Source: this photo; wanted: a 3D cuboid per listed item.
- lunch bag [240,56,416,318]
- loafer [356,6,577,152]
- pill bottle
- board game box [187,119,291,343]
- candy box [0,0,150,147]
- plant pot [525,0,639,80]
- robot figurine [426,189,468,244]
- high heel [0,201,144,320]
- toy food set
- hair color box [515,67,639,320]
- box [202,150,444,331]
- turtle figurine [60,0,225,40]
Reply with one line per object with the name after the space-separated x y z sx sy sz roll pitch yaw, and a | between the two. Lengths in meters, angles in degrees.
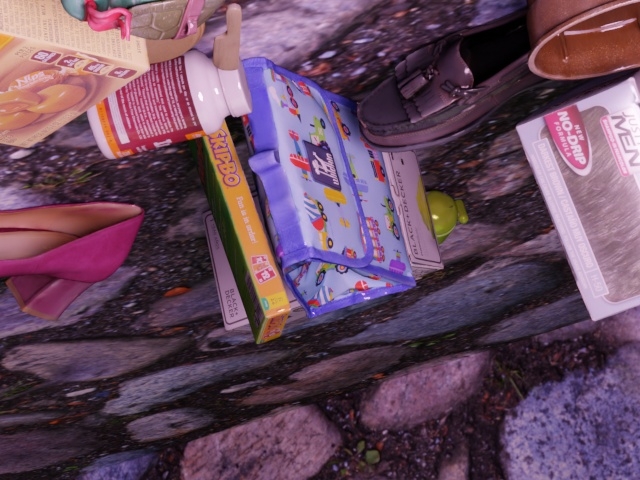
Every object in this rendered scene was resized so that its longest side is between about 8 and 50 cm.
-0.021 -0.057 1.694 0.138 0.221 0.293 -17 165 14 | lunch bag
0.170 -0.189 1.645 0.302 0.109 0.095 -22 146 8 | loafer
-0.148 -0.137 1.556 0.152 0.086 0.086 -14 165 5 | pill bottle
-0.091 -0.028 1.677 0.039 0.259 0.124 -19 167 -12 | board game box
-0.318 -0.165 1.275 0.316 0.087 0.183 7 155 -44 | candy box
0.235 -0.243 1.333 0.167 0.165 0.167 -12 166 -3 | plant pot
0.157 -0.030 2.246 0.101 0.067 0.115 -2 164 -7 | robot figurine
-0.369 -0.024 1.839 0.181 0.127 0.377 -47 152 11 | high heel
-0.166 -0.198 1.431 0.192 0.038 0.132 0 158 -7 | toy food set
0.296 -0.065 1.511 0.114 0.185 0.374 -21 -177 18 | hair color box
0.000 0.000 2.031 0.290 0.169 0.087 -22 163 29 | box
-0.114 -0.208 1.190 0.234 0.118 0.175 -9 -163 -29 | turtle figurine
